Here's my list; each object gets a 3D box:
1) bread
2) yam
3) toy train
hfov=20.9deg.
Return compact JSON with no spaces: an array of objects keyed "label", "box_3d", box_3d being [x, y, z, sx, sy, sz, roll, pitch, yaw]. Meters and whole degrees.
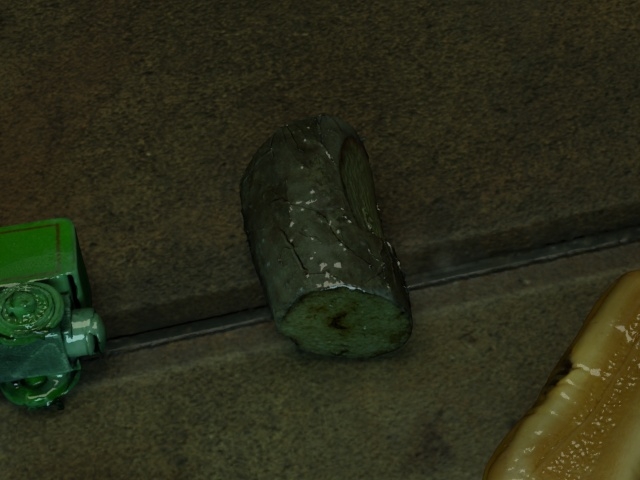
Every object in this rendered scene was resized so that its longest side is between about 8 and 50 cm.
[{"label":"bread","box_3d":[0.271,0.163,1.612,0.142,0.091,0.305,27,57,20]},{"label":"yam","box_3d":[0.000,0.000,1.771,0.154,0.154,0.254,-12,52,-1]},{"label":"toy train","box_3d":[-0.342,0.079,1.766,0.243,0.132,0.188,-10,43,-3]}]
